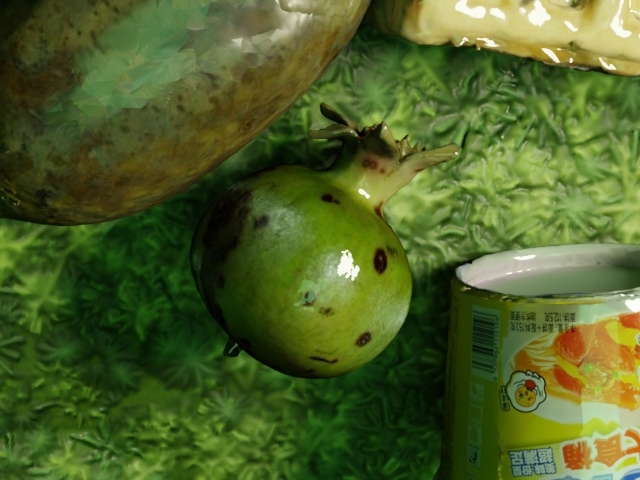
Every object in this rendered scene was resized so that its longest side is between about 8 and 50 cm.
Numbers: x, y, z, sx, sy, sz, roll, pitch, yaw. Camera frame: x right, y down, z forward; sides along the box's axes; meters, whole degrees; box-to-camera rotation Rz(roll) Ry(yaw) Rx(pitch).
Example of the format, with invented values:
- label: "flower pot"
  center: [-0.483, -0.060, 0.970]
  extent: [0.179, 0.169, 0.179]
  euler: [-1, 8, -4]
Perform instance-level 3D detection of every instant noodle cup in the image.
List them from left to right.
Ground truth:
- label: "instant noodle cup"
  center: [0.164, 0.089, 0.828]
  extent: [0.205, 0.205, 0.153]
  euler: [-8, 100, -5]

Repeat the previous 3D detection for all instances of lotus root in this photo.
- label: "lotus root"
  center: [-0.096, -0.110, 0.741]
  extent: [0.275, 0.152, 0.160]
  euler: [-36, 113, 5]

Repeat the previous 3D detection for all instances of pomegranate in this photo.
- label: "pomegranate"
  center: [-0.007, -0.001, 0.800]
  extent: [0.148, 0.148, 0.169]
  euler: [14, 96, -12]

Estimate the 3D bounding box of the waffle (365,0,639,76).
- label: "waffle"
  center: [0.187, -0.285, 0.739]
  extent: [0.261, 0.114, 0.376]
  euler: [9, 107, -10]
